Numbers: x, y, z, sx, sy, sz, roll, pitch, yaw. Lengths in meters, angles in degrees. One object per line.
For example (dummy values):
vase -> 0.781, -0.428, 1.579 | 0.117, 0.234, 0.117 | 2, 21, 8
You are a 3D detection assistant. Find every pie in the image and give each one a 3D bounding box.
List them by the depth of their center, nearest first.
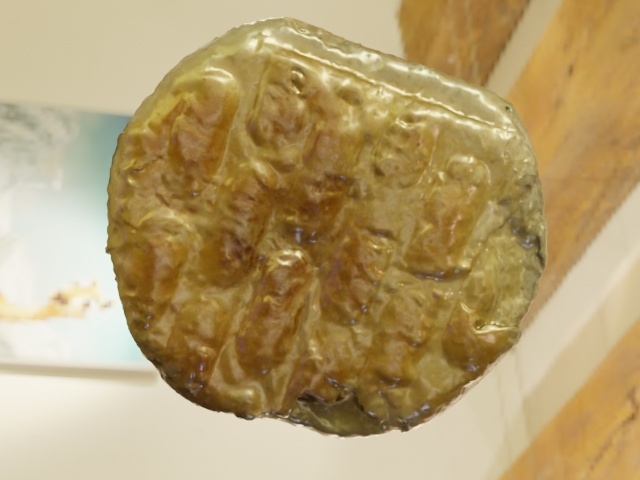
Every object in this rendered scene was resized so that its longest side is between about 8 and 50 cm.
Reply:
pie -> 0.000, 0.000, 0.596 | 0.046, 0.195, 0.195 | -141, -124, -86
